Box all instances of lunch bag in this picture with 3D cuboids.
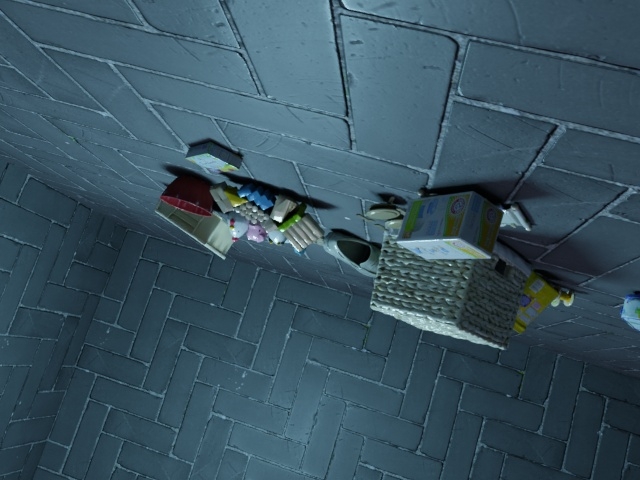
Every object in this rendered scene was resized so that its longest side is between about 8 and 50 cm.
[{"bbox_3d":[0.956,0.217,1.636,0.176,0.090,0.219,6,165,44],"label":"lunch bag"}]

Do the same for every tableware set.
[{"bbox_3d":[0.190,-0.070,1.527,0.128,0.039,0.194,-8,163,31],"label":"tableware set"}]

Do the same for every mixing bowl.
[{"bbox_3d":[-0.430,-0.156,1.924,0.181,0.098,0.181,16,169,3],"label":"mixing bowl"}]

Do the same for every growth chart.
[{"bbox_3d":[0.349,-0.069,1.319,0.237,0.021,0.172,11,168,30],"label":"growth chart"}]

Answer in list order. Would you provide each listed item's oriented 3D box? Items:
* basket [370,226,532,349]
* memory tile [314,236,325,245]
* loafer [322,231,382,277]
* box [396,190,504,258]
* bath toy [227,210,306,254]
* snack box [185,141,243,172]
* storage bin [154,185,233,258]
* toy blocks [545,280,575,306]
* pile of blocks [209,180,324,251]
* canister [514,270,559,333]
[{"bbox_3d":[0.364,0.127,1.660,0.331,0.266,0.328,9,168,45],"label":"basket"},{"bbox_3d":[0.000,0.000,2.279,0.113,0.012,0.148,16,169,6],"label":"memory tile"},{"bbox_3d":[0.158,0.062,2.072,0.319,0.112,0.111,22,177,-23],"label":"loafer"},{"bbox_3d":[0.282,-0.029,1.274,0.103,0.114,0.203,27,165,-28],"label":"box"},{"bbox_3d":[-0.199,-0.037,2.095,0.348,0.129,0.151,13,169,28],"label":"bath toy"},{"bbox_3d":[-0.282,-0.217,1.531,0.100,0.037,0.141,26,167,-33],"label":"snack box"},{"bbox_3d":[-0.473,-0.070,2.237,0.260,0.123,0.262,33,173,13],"label":"storage bin"},{"bbox_3d":[0.713,0.164,1.856,0.148,0.054,0.123,19,169,-9],"label":"toy blocks"},{"bbox_3d":[-0.149,-0.110,1.771,0.362,0.149,0.112,27,-148,-4],"label":"pile of blocks"},{"bbox_3d":[0.623,0.186,1.757,0.126,0.170,0.073,34,-165,-28],"label":"canister"}]
